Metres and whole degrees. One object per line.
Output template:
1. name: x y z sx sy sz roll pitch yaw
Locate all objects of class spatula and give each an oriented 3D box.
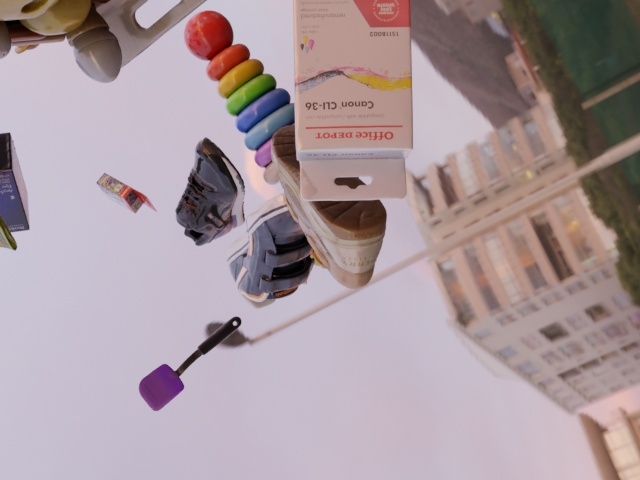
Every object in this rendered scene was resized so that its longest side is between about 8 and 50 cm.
1. spatula: -0.300 0.278 2.126 0.296 0.030 0.084 -41 -79 -23

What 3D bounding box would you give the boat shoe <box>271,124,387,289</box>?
1. boat shoe: 0.001 -0.060 1.259 0.341 0.121 0.110 -111 19 -56

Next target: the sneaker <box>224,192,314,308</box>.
1. sneaker: -0.063 0.019 1.475 0.126 0.321 0.127 -17 -103 -23

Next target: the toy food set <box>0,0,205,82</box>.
1. toy food set: -0.237 -0.205 0.835 0.306 0.219 0.092 -29 -88 -57

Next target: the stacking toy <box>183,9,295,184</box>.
1. stacking toy: -0.125 -0.269 1.613 0.330 0.141 0.141 56 -159 -2

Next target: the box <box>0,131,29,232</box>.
1. box: -0.697 -0.111 1.864 0.207 0.153 0.108 96 162 -54

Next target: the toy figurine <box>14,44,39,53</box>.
1. toy figurine: -0.421 -0.414 1.489 0.213 0.209 0.148 -87 -17 -48

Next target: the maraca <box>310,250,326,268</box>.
1. maraca: 0.000 0.000 1.675 0.127 0.185 0.099 72 -149 -59

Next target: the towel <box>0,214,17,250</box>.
1. towel: -0.698 -0.029 1.715 0.102 0.237 0.021 80 -156 -48

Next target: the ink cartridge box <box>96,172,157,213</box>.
1. ink cartridge box: -0.379 -0.085 1.760 0.115 0.029 0.063 28 161 23

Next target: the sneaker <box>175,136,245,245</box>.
1. sneaker: -0.219 -0.076 1.722 0.107 0.124 0.283 45 160 23

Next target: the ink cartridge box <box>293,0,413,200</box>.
1. ink cartridge box: 0.032 -0.140 0.885 0.067 0.115 0.198 96 172 -87
